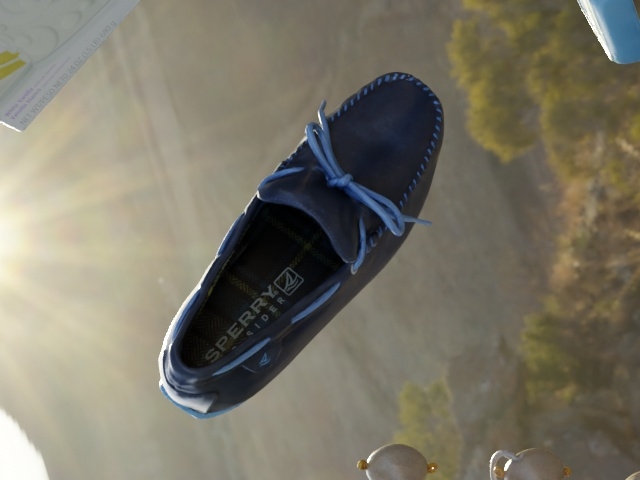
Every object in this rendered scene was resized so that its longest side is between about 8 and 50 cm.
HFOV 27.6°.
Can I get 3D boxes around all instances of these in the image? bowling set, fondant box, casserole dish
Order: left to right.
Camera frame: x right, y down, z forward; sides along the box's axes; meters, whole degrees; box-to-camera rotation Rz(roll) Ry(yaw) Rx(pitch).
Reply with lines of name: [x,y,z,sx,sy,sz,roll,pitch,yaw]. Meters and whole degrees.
fondant box: [-0.283,-0.246,1.119,0.096,0.238,0.330,43,-177,19]
bowling set: [0.173,0.268,1.016,0.200,0.287,0.154,-107,19,-58]
casserole dish: [0.256,-0.230,1.196,0.188,0.037,0.114,46,-160,-58]

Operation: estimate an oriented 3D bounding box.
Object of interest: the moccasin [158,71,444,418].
moccasin: [0.000,0.000,1.053,0.138,0.342,0.117,30,164,7]
